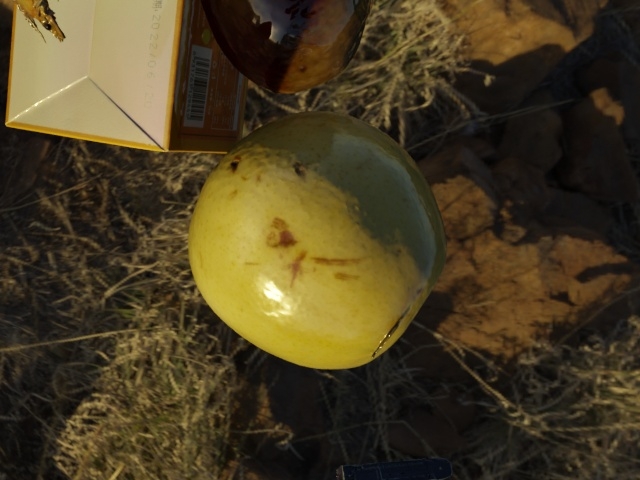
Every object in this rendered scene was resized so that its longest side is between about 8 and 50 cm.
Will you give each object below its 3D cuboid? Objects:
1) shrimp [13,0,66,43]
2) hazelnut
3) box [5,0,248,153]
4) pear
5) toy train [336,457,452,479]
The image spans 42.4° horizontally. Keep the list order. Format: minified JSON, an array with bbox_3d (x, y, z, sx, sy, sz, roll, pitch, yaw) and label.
[{"bbox_3d":[-0.293,-0.291,0.875,0.095,0.045,0.162,-39,134,-22],"label":"shrimp"},{"bbox_3d":[-0.047,-0.261,0.862,0.208,0.208,0.208,2,86,-28],"label":"hazelnut"},{"bbox_3d":[-0.241,-0.271,1.102,0.214,0.260,0.283,-9,108,-66],"label":"box"},{"bbox_3d":[0.000,0.000,0.982,0.309,0.309,0.309,2,86,-28],"label":"pear"},{"bbox_3d":[0.053,0.166,0.586,0.083,0.017,0.017,0,62,-17],"label":"toy train"}]
